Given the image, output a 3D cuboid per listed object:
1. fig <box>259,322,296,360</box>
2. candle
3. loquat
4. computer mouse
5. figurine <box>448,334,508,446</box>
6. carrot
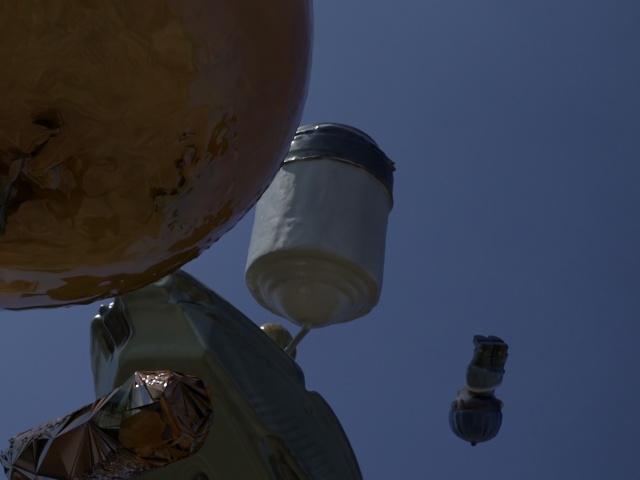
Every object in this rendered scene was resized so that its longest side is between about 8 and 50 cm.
[{"bbox_3d":[-0.076,0.224,1.854,0.093,0.166,0.093,-12,-45,-12],"label":"fig"},{"bbox_3d":[0.000,0.000,1.591,0.221,0.342,0.221,4,-35,3],"label":"candle"},{"bbox_3d":[-0.128,-0.096,0.424,0.263,0.263,0.263,10,-59,17],"label":"loquat"},{"bbox_3d":[-0.078,0.220,1.036,0.228,0.145,0.429,-44,-107,37],"label":"computer mouse"},{"bbox_3d":[0.210,0.195,1.323,0.077,0.079,0.136,5,-65,-27],"label":"figurine"},{"bbox_3d":[-0.162,0.147,0.760,0.229,0.069,0.069,-26,-75,43],"label":"carrot"}]
